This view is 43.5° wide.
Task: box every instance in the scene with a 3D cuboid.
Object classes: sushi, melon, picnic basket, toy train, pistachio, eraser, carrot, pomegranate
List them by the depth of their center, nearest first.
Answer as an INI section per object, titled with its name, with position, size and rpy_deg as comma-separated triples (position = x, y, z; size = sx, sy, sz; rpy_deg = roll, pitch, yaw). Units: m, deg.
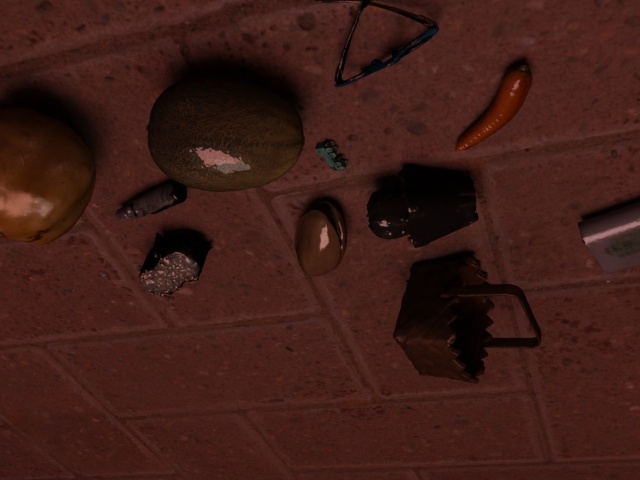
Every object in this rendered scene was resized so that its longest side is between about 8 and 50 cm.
[carrot]
position = 0.365, -0.262, 1.664
size = 0.066, 0.062, 0.271
rpy_deg = -13, 152, -26
[melon]
position = -0.197, -0.221, 1.669
size = 0.329, 0.248, 0.248
rpy_deg = 1, 140, -2
[pomegranate]
position = -0.668, -0.150, 1.796
size = 0.333, 0.332, 0.332
rpy_deg = 5, 140, 4
[toy train]
position = 0.026, -0.190, 1.831
size = 0.045, 0.029, 0.092
rpy_deg = -8, 139, 30
[eraser]
position = 0.741, -0.018, 1.860
size = 0.227, 0.081, 0.174
rpy_deg = -21, 131, 32
[pistachio]
position = 0.000, 0.000, 1.990
size = 0.136, 0.135, 0.226
rpy_deg = 10, 134, -1
[picnic basket]
position = 0.373, 0.199, 2.018
size = 0.321, 0.291, 0.254
rpy_deg = -4, 139, 28
[sushi]
position = -0.400, 0.052, 2.127
size = 0.147, 0.115, 0.212
rpy_deg = 31, 134, -28

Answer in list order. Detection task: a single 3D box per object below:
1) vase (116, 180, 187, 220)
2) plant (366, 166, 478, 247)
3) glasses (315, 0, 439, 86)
[vase]
position = -0.429, -0.092, 2.005
size = 0.211, 0.059, 0.060
rpy_deg = -19, 133, 29
[plant]
position = 0.231, -0.079, 1.840
size = 0.256, 0.141, 0.164
rpy_deg = -9, 138, 4
[glasses]
position = 0.086, -0.391, 1.524
size = 0.239, 0.102, 0.207
rpy_deg = -27, 129, 35
